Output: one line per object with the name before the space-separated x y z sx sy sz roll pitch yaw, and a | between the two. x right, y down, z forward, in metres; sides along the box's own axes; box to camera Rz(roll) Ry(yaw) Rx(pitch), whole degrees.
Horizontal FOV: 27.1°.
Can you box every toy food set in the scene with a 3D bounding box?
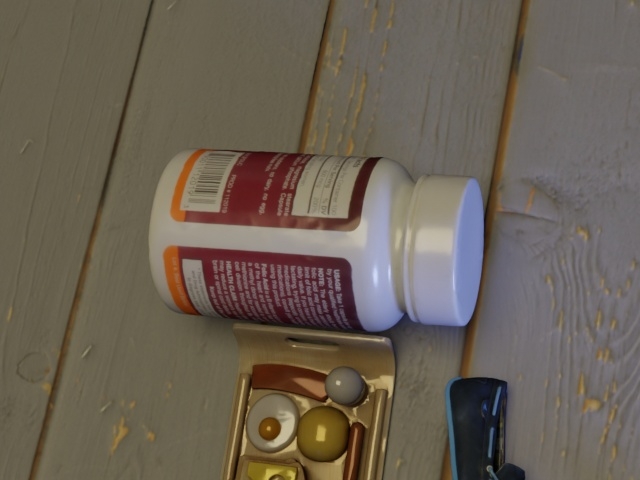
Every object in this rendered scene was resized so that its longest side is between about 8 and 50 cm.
toy food set | -0.032 0.265 1.692 0.219 0.092 0.306 4 73 17

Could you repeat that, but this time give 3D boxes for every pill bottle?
pill bottle | 0.000 0.000 1.699 0.392 0.224 0.224 4 74 17

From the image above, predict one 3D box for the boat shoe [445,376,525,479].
boat shoe | 0.207 0.286 1.611 0.089 0.109 0.258 -9 72 10
